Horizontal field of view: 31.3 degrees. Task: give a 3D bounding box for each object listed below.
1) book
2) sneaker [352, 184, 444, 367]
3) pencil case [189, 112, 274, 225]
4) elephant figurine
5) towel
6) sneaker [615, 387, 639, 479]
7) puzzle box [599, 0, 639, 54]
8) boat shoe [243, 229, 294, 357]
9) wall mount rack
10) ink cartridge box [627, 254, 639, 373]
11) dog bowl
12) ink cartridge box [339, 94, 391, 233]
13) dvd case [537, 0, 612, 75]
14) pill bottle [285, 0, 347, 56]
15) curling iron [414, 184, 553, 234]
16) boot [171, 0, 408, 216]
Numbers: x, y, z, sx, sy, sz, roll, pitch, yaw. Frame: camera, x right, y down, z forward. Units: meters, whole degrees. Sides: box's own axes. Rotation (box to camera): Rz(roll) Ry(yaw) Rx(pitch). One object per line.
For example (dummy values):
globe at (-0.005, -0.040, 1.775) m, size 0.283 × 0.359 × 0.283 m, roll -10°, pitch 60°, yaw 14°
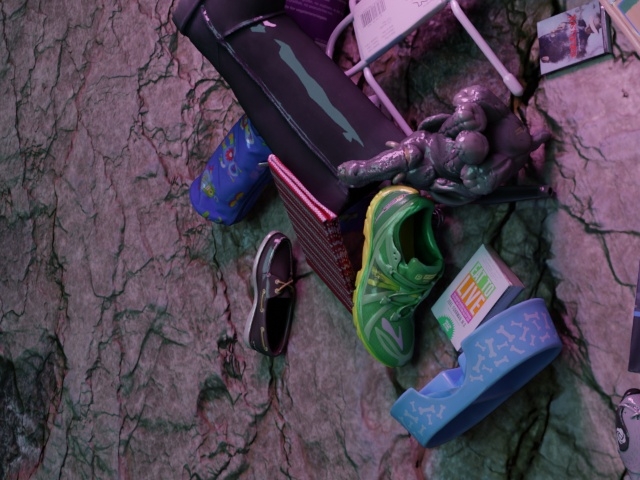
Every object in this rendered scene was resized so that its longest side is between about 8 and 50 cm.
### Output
book at (0.239, 0.089, 1.768) m, size 0.144 × 0.035 × 0.096 m, roll -56°, pitch 44°, yaw 26°
sneaker at (0.126, 0.062, 1.808) m, size 0.123 × 0.109 × 0.295 m, roll 11°, pitch 103°, yaw 50°
pencil case at (-0.133, -0.139, 2.096) m, size 0.306 × 0.119 × 0.133 m, roll -46°, pitch 47°, yaw 48°
elephant figurine at (0.182, -0.127, 1.720) m, size 0.239 × 0.186 × 0.169 m, roll -23°, pitch 30°, yaw 48°
towel at (0.000, 0.000, 1.900) m, size 0.031 × 0.275 × 0.199 m, roll -33°, pitch 48°, yaw -11°
sneaker at (0.440, 0.225, 1.464) m, size 0.228 × 0.086 × 0.132 m, roll -65°, pitch 36°, yaw 38°
puzzle box at (0.520, -0.443, 1.492) m, size 0.409 × 0.052 × 0.272 m, roll -49°, pitch 59°, yaw 36°
boat shoe at (-0.080, 0.098, 2.073) m, size 0.069 × 0.081 × 0.227 m, roll 20°, pitch 105°, yaw 44°
wall mount rack at (0.172, -0.323, 1.848) m, size 0.350 × 0.130 × 0.304 m, roll -34°, pitch 56°, yaw 38°
ink cartridge box at (0.544, 0.106, 1.412) m, size 0.333 × 0.065 × 0.165 m, roll 3°, pitch 85°, yaw 46°
dog bowl at (0.231, 0.201, 1.666) m, size 0.297 × 0.166 × 0.074 m, roll -46°, pitch 65°, yaw 31°
ink cartridge box at (0.033, -0.125, 2.011) m, size 0.223 × 0.045 × 0.224 m, roll -11°, pitch 75°, yaw 46°
dvd case at (0.376, -0.302, 1.699) m, size 0.119 × 0.013 × 0.087 m, roll -13°, pitch 73°, yaw 44°
pill bottle at (-0.041, -0.440, 2.047) m, size 0.181 × 0.181 × 0.323 m, roll 21°, pitch 98°, yaw 47°
curling iron at (0.247, -0.056, 1.779) m, size 0.274 × 0.035 × 0.068 m, roll -12°, pitch 84°, yaw 44°
boot at (-0.013, -0.293, 1.823) m, size 0.445 × 0.146 × 0.367 m, roll 54°, pitch 140°, yaw 10°
